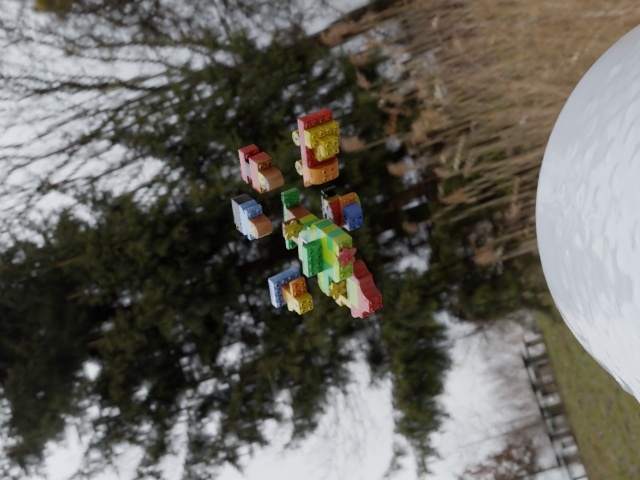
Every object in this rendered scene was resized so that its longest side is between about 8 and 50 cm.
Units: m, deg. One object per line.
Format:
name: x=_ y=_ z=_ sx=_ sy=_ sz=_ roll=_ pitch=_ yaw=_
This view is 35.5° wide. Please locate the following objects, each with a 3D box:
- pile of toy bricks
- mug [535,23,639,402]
pile of toy bricks: x=0.000 y=0.000 z=0.911 sx=0.105 sy=0.118 sz=0.212 roll=38 pitch=144 yaw=46
mug: x=0.325 y=-0.004 z=0.478 sx=0.328 sy=0.374 sz=0.276 roll=-103 pitch=6 yaw=-82
